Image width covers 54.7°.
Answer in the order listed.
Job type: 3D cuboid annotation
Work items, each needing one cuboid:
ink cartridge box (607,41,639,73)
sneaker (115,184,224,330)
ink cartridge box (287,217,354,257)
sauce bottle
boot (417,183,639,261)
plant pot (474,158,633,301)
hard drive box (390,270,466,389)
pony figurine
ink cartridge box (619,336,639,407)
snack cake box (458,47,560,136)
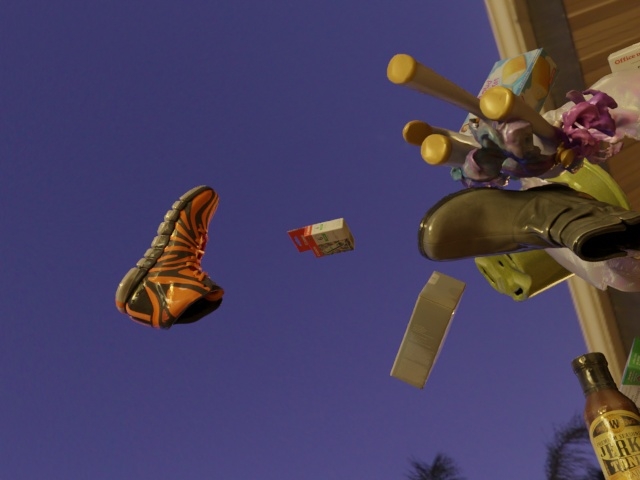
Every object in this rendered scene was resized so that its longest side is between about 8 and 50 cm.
[{"bbox_3d":[0.647,-0.324,1.237,0.135,0.099,0.056,64,-147,-10],"label":"ink cartridge box"},{"bbox_3d":[-0.254,0.045,1.260,0.180,0.124,0.321,22,-110,18],"label":"sneaker"},{"bbox_3d":[0.000,0.000,1.154,0.029,0.115,0.062,-83,-27,-44],"label":"ink cartridge box"},{"bbox_3d":[0.582,0.387,1.203,0.112,0.111,0.344,10,-131,-27],"label":"sauce bottle"},{"bbox_3d":[0.251,-0.015,0.713,0.247,0.161,0.083,-12,-72,-16],"label":"boot"},{"bbox_3d":[0.472,-0.008,1.324,0.254,0.276,0.276,-32,-75,-12],"label":"plant pot"},{"bbox_3d":[0.268,0.218,1.526,0.181,0.089,0.232,-36,-35,-63],"label":"hard drive box"},{"bbox_3d":[0.305,-0.128,0.847,0.364,0.351,0.302,8,-70,-36],"label":"pony figurine"},{"bbox_3d":[0.771,0.312,1.336,0.086,0.209,0.153,-55,-33,-34],"label":"ink cartridge box"},{"bbox_3d":[0.469,-0.340,1.549,0.089,0.152,0.264,39,-110,-28],"label":"snack cake box"}]
